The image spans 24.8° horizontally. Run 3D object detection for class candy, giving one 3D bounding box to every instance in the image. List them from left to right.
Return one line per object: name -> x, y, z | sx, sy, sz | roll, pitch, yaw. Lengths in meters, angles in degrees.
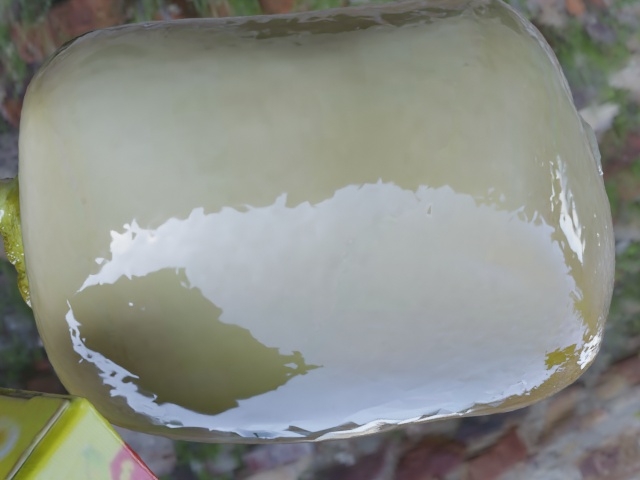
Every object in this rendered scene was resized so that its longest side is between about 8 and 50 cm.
candy -> -0.123, 0.201, 0.841 | 0.146, 0.088, 0.276 | 2, 136, 45

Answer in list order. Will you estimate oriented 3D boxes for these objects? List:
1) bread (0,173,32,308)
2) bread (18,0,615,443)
bread -> -0.231, -0.031, 1.566 | 0.233, 0.160, 0.088 | -19, 167, -31
bread -> 0.000, 0.000, 0.961 | 0.376, 0.253, 0.348 | -5, 153, -4
